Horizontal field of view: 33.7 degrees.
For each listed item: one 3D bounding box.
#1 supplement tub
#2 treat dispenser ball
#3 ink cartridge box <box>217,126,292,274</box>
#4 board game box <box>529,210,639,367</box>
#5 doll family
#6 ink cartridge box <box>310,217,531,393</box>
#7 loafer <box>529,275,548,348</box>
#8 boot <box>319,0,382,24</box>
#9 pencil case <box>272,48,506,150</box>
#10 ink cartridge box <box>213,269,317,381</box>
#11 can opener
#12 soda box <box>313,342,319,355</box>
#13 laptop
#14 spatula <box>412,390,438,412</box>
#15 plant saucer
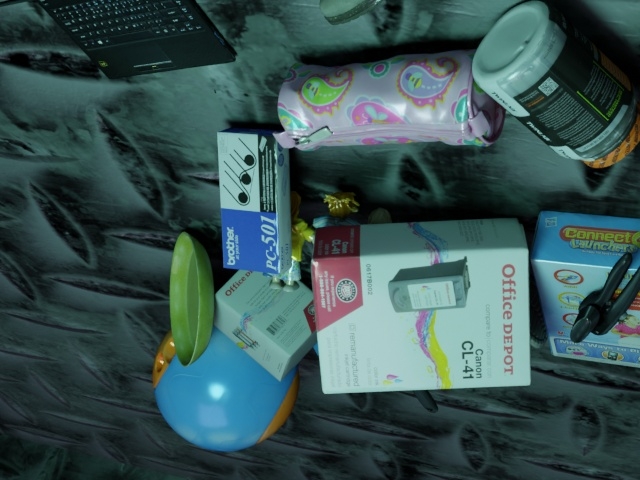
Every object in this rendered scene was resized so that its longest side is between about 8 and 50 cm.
[{"bbox_3d":[0.271,-0.169,1.181,0.190,0.117,0.117,35,148,-27],"label":"supplement tub"},{"bbox_3d":[-0.183,0.264,2.059,0.288,0.288,0.288,15,152,8],"label":"treat dispenser ball"},{"bbox_3d":[-0.095,-0.058,1.548,0.097,0.046,0.207,6,108,24],"label":"ink cartridge box"},{"bbox_3d":[0.481,0.086,1.545,0.308,0.086,0.302,6,150,23],"label":"board game box"},{"bbox_3d":[0.000,0.000,1.620,0.262,0.118,0.163,9,107,17],"label":"doll family"},{"bbox_3d":[0.146,0.095,1.538,0.306,0.131,0.226,-3,111,6],"label":"ink cartridge box"},{"bbox_3d":[0.274,0.081,1.674,0.251,0.094,0.087,44,149,-24],"label":"loafer"},{"bbox_3d":[0.037,-0.338,1.082,0.161,0.083,0.246,37,143,-18],"label":"boot"},{"bbox_3d":[0.081,-0.167,1.301,0.284,0.124,0.124,0,147,30],"label":"pencil case"},{"bbox_3d":[-0.090,0.133,1.883,0.176,0.128,0.127,40,153,10],"label":"ink cartridge box"},{"bbox_3d":[0.398,0.079,1.431,0.059,0.073,0.186,26,143,3],"label":"can opener"},{"bbox_3d":[0.081,0.172,1.947,0.210,0.067,0.071,1,130,35],"label":"soda box"},{"bbox_3d":[-0.285,-0.258,1.343,0.234,0.137,0.264,-1,147,33],"label":"laptop"},{"bbox_3d":[0.161,0.232,2.031,0.084,0.030,0.296,-4,128,37],"label":"spatula"},{"bbox_3d":[-0.228,0.105,1.889,0.037,0.241,0.241,1,158,-20],"label":"plant saucer"}]
